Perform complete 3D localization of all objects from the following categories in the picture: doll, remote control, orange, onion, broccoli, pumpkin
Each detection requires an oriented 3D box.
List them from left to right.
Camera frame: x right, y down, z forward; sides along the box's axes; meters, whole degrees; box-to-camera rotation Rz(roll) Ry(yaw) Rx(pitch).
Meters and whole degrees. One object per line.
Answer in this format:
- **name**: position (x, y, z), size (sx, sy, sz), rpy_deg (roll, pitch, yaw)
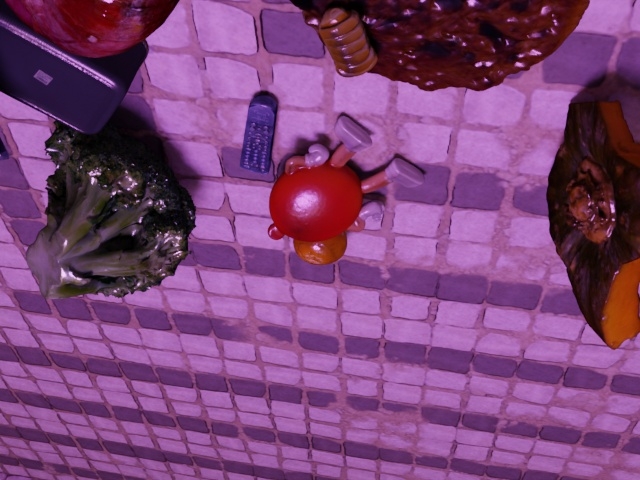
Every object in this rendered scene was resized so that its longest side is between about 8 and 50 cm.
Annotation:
- **onion**: position (-0.224, -0.309, 0.829), size (0.246, 0.190, 0.246), rpy_deg (17, 123, 28)
- **broccoli**: position (-0.313, -0.030, 1.213), size (0.265, 0.245, 0.294), rpy_deg (21, 124, 21)
- **remote control**: position (-0.083, -0.144, 1.158), size (0.044, 0.027, 0.152), rpy_deg (9, 147, -6)
- **orange**: position (0.000, 0.000, 1.292), size (0.083, 0.070, 0.083), rpy_deg (15, 156, 7)
- **doll**: position (0.016, -0.066, 1.191), size (0.183, 0.085, 0.217), rpy_deg (32, 123, -29)
- **pumpkin**: position (0.344, -0.041, 0.984), size (0.095, 0.258, 0.290), rpy_deg (-7, 144, -10)

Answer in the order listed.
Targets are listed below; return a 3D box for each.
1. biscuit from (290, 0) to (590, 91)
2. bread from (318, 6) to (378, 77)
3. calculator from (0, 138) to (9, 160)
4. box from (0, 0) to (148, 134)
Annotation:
- **biscuit**: position (0.106, -0.280, 0.864), size (0.334, 0.081, 0.289), rpy_deg (29, 146, -23)
- **bread**: position (0.029, -0.209, 0.899), size (0.049, 0.033, 0.088), rpy_deg (-7, 144, 17)
- **calculator**: position (-0.459, -0.211, 1.040), size (0.040, 0.268, 0.177), rpy_deg (-25, 135, -24)
- **box**: position (-0.335, -0.230, 1.060), size (0.201, 0.090, 0.144), rpy_deg (28, 142, -22)
